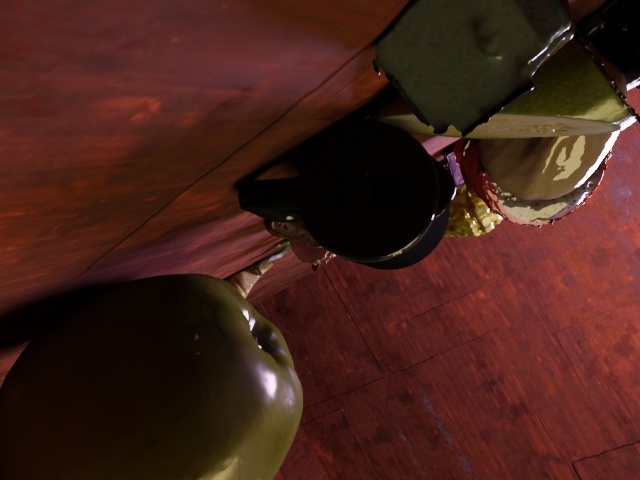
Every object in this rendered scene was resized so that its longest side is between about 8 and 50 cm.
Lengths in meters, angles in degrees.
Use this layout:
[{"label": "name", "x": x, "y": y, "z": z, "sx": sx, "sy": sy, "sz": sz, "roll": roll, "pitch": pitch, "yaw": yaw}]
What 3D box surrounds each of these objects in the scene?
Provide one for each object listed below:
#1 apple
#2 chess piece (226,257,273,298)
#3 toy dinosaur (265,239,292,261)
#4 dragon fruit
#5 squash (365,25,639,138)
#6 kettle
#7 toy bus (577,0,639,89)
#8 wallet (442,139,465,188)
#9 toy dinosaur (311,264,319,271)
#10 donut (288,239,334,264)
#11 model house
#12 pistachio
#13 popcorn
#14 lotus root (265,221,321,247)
[{"label": "apple", "x": -0.258, "y": 0.270, "z": 0.951, "sx": 0.474, "sy": 0.473, "sz": 0.473, "roll": -28, "pitch": 175, "yaw": -3}, {"label": "chess piece", "x": -0.214, "y": 0.118, "z": 1.675, "sx": 0.200, "sy": 0.090, "sz": 0.090, "roll": -39, "pitch": 178, "yaw": -16}, {"label": "toy dinosaur", "x": -0.014, "y": -0.010, "z": 1.568, "sx": 0.242, "sy": 0.053, "sz": 0.167, "roll": -25, "pitch": 175, "yaw": -39}, {"label": "dragon fruit", "x": 0.412, "y": -0.172, "z": 1.211, "sx": 0.291, "sy": 0.290, "sz": 0.189, "roll": -29, "pitch": -155, "yaw": 3}, {"label": "squash", "x": 0.206, "y": -0.143, "z": 0.711, "sx": 0.261, "sy": 0.189, "sz": 0.189, "roll": -34, "pitch": 173, "yaw": 28}, {"label": "kettle", "x": 0.057, "y": -0.070, "z": 0.873, "sx": 0.203, "sy": 0.262, "sz": 0.308, "roll": -63, "pitch": 168, "yaw": 4}, {"label": "toy bus", "x": 0.492, "y": -0.316, "z": 0.879, "sx": 0.150, "sy": 0.128, "sz": 0.262, "roll": -27, "pitch": 174, "yaw": -20}, {"label": "wallet", "x": 0.370, "y": -0.201, "z": 1.510, "sx": 0.111, "sy": 0.030, "sz": 0.166, "roll": -28, "pitch": 147, "yaw": 3}, {"label": "toy dinosaur", "x": -0.012, "y": 0.036, "z": 1.669, "sx": 0.212, "sy": 0.057, "sz": 0.142, "roll": -102, "pitch": -153, "yaw": -60}, {"label": "donut", "x": 0.000, "y": 0.000, "z": 1.406, "sx": 0.065, "sy": 0.117, "sz": 0.166, "roll": -17, "pitch": 169, "yaw": -44}, {"label": "model house", "x": 0.155, "y": -0.185, "z": 0.539, "sx": 0.149, "sy": 0.119, "sz": 0.148, "roll": -37, "pitch": 180, "yaw": -37}, {"label": "pistachio", "x": 0.348, "y": -0.179, "z": 0.940, "sx": 0.208, "sy": 0.226, "sz": 0.331, "roll": 4, "pitch": 154, "yaw": 9}, {"label": "popcorn", "x": 0.400, "y": -0.123, "z": 1.698, "sx": 0.258, "sy": 0.224, "sz": 0.270, "roll": -26, "pitch": -148, "yaw": 17}, {"label": "lotus root", "x": -0.023, "y": -0.026, "z": 1.175, "sx": 0.160, "sy": 0.095, "sz": 0.135, "roll": -22, "pitch": 178, "yaw": -7}]
